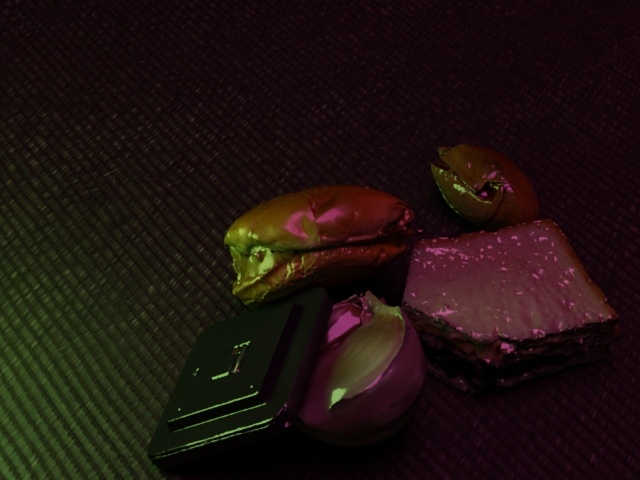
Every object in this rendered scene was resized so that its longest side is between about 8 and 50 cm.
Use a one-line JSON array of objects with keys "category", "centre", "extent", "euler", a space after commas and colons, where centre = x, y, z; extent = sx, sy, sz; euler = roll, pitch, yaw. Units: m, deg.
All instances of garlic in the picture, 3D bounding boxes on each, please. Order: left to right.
[{"category": "garlic", "centre": [0.038, 0.194, 1.706], "extent": [0.237, 0.210, 0.292], "euler": [34, 69, 22]}]

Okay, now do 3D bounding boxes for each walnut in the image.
[{"category": "walnut", "centre": [0.295, -0.094, 2.087], "extent": [0.137, 0.137, 0.245], "euler": [-26, 51, -25]}]

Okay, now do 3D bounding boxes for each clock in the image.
[{"category": "clock", "centre": [-0.122, 0.195, 1.724], "extent": [0.273, 0.049, 0.279], "euler": [-22, 31, 33]}]

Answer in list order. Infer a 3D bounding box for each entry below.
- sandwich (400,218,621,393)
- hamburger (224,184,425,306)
[{"category": "sandwich", "centre": [0.278, 0.107, 1.861], "extent": [0.325, 0.131, 0.262], "euler": [-11, 45, -15]}, {"category": "hamburger", "centre": [0.000, 0.000, 1.875], "extent": [0.314, 0.170, 0.290], "euler": [-12, 1, -7]}]
